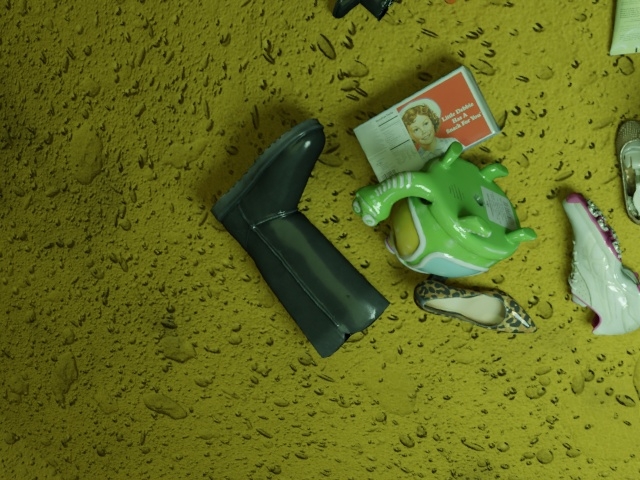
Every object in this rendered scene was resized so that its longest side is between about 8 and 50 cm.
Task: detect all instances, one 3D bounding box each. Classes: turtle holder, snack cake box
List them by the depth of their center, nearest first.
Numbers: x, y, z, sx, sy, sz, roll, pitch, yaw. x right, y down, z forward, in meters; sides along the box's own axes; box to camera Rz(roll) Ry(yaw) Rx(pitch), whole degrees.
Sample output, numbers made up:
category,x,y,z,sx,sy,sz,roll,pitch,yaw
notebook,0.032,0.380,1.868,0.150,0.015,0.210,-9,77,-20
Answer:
category,x,y,z,sx,sy,sz,roll,pitch,yaw
turtle holder,0.240,-0.032,1.275,0.227,0.320,0.243,-41,72,41
snack cake box,0.222,-0.232,1.357,0.264,0.089,0.152,-26,89,25

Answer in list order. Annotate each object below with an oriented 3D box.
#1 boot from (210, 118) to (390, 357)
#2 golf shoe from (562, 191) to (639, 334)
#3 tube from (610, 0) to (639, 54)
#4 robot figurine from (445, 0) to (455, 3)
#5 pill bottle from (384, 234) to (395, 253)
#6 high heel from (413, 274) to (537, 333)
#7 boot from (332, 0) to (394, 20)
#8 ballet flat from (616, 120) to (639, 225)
category,x,y,z,sx,sy,sz,roll,pitch,yaw
boot,-0.001,0.001,1.469,0.367,0.146,0.445,-42,81,33
golf shoe,0.541,0.055,1.279,0.140,0.115,0.306,-29,89,29
tube,0.579,-0.466,1.176,0.062,0.070,0.240,-11,104,-20
robot figurine,0.218,-0.574,1.260,0.219,0.128,0.158,60,150,1
pill bottle,0.188,-0.007,1.447,0.083,0.043,0.043,-35,87,25
high heel,0.322,0.154,1.348,0.261,0.186,0.093,26,110,16
boot,0.094,-0.506,1.375,0.099,0.045,0.121,39,113,7
ballet flat,0.611,-0.126,1.230,0.073,0.067,0.206,-10,97,26
